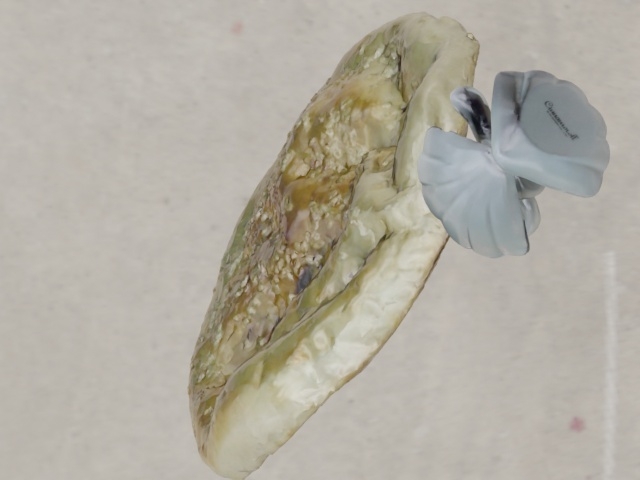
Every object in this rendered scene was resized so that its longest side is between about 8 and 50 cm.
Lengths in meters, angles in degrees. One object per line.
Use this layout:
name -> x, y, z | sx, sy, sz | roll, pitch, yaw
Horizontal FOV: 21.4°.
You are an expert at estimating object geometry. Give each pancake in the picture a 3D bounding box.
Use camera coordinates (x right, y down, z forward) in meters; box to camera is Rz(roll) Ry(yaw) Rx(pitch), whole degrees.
pancake -> 0.000, 0.000, 1.245 | 0.082, 0.387, 0.387 | 25, 106, -17

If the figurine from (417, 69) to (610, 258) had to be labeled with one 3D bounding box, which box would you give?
figurine -> 0.097, -0.042, 0.902 | 0.094, 0.082, 0.086 | 53, 143, 9
